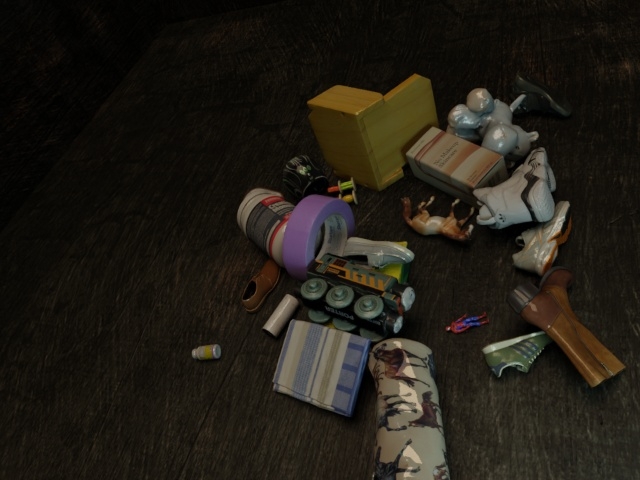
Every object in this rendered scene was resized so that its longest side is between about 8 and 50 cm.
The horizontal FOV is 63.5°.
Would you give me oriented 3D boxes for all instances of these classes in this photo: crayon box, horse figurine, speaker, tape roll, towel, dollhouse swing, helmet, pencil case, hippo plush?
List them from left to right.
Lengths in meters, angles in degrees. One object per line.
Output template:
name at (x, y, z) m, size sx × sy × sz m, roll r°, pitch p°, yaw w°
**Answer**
speaker at (-0.122, 0.235, 1.597) m, size 0.055 × 0.055 × 0.136 m, roll 17°, pitch 60°, yaw 34°
helmet at (-0.064, -0.236, 1.926) m, size 0.169 × 0.169 × 0.161 m, roll -37°, pitch 63°, yaw -11°
towel at (-0.002, 0.336, 1.394) m, size 0.284 × 0.034 × 0.210 m, roll 6°, pitch 76°, yaw 40°
tape roll at (0.000, 0.000, 1.598) m, size 0.090 × 0.275 × 0.275 m, roll 14°, pitch 58°, yaw 31°
crayon box at (0.141, 0.148, 1.541) m, size 0.202 × 0.081 × 0.319 m, roll 2°, pitch 51°, yaw 25°
dollhouse swing at (0.193, -0.415, 1.828) m, size 0.315 × 0.347 × 0.305 m, roll 25°, pitch 65°, yaw 38°
pencil case at (0.194, 0.433, 1.211) m, size 0.183 × 0.160 × 0.411 m, roll -3°, pitch 49°, yaw 6°
horse figurine at (0.370, -0.069, 1.646) m, size 0.263 × 0.066 × 0.175 m, roll 11°, pitch 50°, yaw 28°
hippo plush at (0.579, -0.345, 1.742) m, size 0.294 × 0.234 × 0.237 m, roll -2°, pitch 56°, yaw -35°

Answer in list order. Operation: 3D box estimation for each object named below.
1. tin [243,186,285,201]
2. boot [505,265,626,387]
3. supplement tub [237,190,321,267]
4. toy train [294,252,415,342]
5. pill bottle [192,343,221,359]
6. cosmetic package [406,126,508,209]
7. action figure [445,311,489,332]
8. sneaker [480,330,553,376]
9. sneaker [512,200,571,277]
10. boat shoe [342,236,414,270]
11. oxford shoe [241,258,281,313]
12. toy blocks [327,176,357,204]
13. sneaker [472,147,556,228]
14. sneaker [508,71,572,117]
tin at (-0.218, -0.150, 1.995) m, size 0.189 × 0.040 × 0.106 m, roll 17°, pitch 63°, yaw 34°
boot at (0.628, 0.197, 1.259) m, size 0.264 × 0.096 × 0.280 m, roll -9°, pitch 48°, yaw -43°
supplement tub at (-0.144, -0.042, 1.757) m, size 0.191 × 0.191 × 0.272 m, roll -42°, pitch 48°, yaw -15°
toy train at (0.092, 0.148, 1.418) m, size 0.333 × 0.142 × 0.190 m, roll 15°, pitch 49°, yaw 33°
pill bottle at (-0.355, 0.348, 1.607) m, size 0.083 × 0.043 × 0.044 m, roll -9°, pitch 48°, yaw 17°
cosmetic package at (0.448, -0.244, 1.712) m, size 0.153 × 0.129 × 0.296 m, roll -47°, pitch 48°, yaw -8°
action figure at (0.395, 0.224, 1.402) m, size 0.115 × 0.030 × 0.038 m, roll -21°, pitch 51°, yaw 8°
sneaker at (0.502, 0.283, 1.285) m, size 0.191 × 0.064 × 0.086 m, roll -14°, pitch 69°, yaw -3°
sneaker at (0.627, -0.019, 1.470) m, size 0.120 × 0.099 × 0.262 m, roll 14°, pitch 56°, yaw 38°
boat shoe at (0.163, 0.049, 1.516) m, size 0.227 × 0.079 × 0.081 m, roll 9°, pitch 64°, yaw 36°
oxford shoe at (-0.193, 0.134, 1.705) m, size 0.076 × 0.076 × 0.212 m, roll 4°, pitch 51°, yaw 29°
toy blocks at (0.055, -0.163, 1.873) m, size 0.148 × 0.054 × 0.123 m, roll -14°, pitch 47°, yaw 13°
sneaker at (0.584, -0.157, 1.561) m, size 0.210 × 0.138 × 0.366 m, roll -15°, pitch 25°, yaw 32°
sneaker at (0.767, -0.485, 1.835) m, size 0.227 × 0.130 × 0.087 m, roll 34°, pitch 53°, yaw 10°
